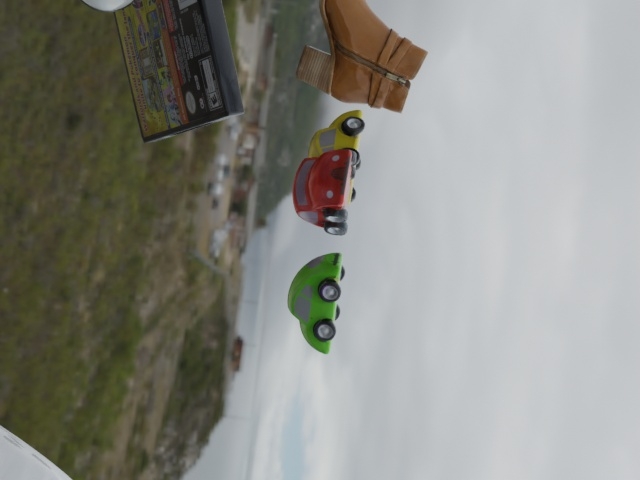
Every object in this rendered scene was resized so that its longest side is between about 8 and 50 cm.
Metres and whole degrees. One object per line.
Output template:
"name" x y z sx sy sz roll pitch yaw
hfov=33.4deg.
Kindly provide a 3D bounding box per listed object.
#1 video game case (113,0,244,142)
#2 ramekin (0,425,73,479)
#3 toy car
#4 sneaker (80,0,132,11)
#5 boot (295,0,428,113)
"video game case" -0.217 -0.296 1.549 0.248 0.035 0.275 -8 -84 52
"ramekin" -0.324 0.208 0.868 0.135 0.277 0.277 -58 171 -25
"toy car" 0.000 0.000 1.006 0.239 0.053 0.225 -72 170 -72
"sneaker" -0.228 -0.461 1.293 0.257 0.169 0.447 -115 -142 -54
"boot" 0.068 -0.269 1.370 0.073 0.152 0.197 -64 173 -67
